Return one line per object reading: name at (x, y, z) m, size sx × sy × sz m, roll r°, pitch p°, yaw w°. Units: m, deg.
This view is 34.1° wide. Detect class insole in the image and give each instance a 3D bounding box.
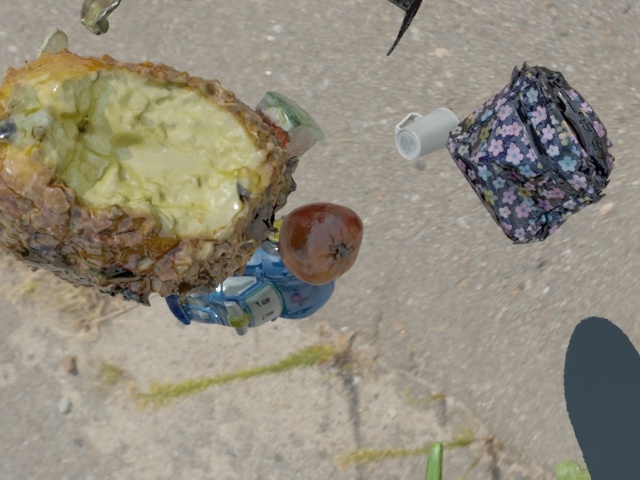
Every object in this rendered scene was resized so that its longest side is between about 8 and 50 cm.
insole at (0.330, 0.238, 1.142) m, size 0.109 × 0.007 × 0.322 m, roll -9°, pitch 97°, yaw 45°

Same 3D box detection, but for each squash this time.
squash at (0.153, 0.316, 1.410) m, size 0.027 × 0.027 × 0.089 m, roll 4°, pitch 93°, yaw 22°

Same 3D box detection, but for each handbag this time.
handbag at (0.308, -0.128, 1.503) m, size 0.208 × 0.127 × 0.229 m, roll -39°, pitch 78°, yaw 41°

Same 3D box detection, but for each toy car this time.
toy car at (-0.125, 0.075, 1.820) m, size 0.314 × 0.198 × 0.166 m, roll 0°, pitch 52°, yaw 10°

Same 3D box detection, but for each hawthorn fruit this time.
hawthorn fruit at (0.000, 0.000, 1.469) m, size 0.128 × 0.128 × 0.128 m, roll 2°, pitch 96°, yaw 22°

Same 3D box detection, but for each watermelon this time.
watermelon at (-0.065, -0.148, 1.509) m, size 0.098 × 0.121 × 0.158 m, roll 43°, pitch 127°, yaw 18°

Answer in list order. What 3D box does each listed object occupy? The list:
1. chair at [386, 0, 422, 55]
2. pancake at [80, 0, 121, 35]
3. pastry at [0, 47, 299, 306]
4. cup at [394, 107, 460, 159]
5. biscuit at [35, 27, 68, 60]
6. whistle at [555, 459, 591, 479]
chair at (0.133, -0.432, 1.856) m, size 0.101 × 0.084 × 0.212 m, roll 34°, pitch 143°, yaw -3°
pancake at (-0.199, -0.364, 1.240) m, size 0.033 × 0.286 × 0.288 m, roll 29°, pitch 108°, yaw -30°
pastry at (-0.251, -0.065, 1.335) m, size 0.337 × 0.405 × 0.292 m, roll 151°, pitch 125°, yaw -62°
cup at (0.187, -0.200, 1.916) m, size 0.104 × 0.116 × 0.074 m, roll 38°, pitch 136°, yaw 31°
biscuit at (-0.501, -0.321, 1.939) m, size 0.020 × 0.152 × 0.152 m, roll 17°, pitch 102°, yaw 3°
whistle at (0.359, 0.421, 1.379) m, size 0.131 × 0.288 × 0.106 m, roll 32°, pitch 139°, yaw -27°
